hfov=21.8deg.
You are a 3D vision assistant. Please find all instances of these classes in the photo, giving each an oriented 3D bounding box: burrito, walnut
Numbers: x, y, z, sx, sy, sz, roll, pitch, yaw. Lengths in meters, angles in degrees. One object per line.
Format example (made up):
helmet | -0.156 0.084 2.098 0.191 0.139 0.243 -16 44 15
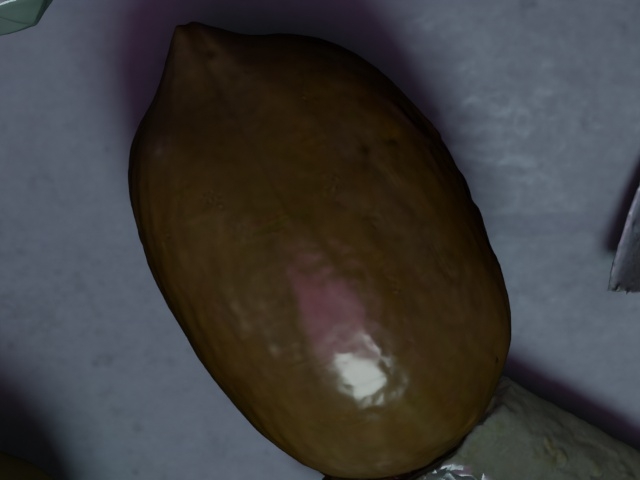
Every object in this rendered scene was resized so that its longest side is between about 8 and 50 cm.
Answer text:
burrito | 0.151 0.188 1.097 0.299 0.105 0.143 27 114 -14
walnut | 0.000 0.000 0.964 0.203 0.203 0.297 -24 108 9

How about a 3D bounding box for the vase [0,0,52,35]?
vase | -0.282 -0.253 0.879 0.360 0.165 0.165 30 110 -8

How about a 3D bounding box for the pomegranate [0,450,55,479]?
pomegranate | -0.274 0.267 1.036 0.319 0.319 0.319 0 113 -1

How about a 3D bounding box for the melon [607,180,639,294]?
melon | 0.266 -0.036 1.010 0.203 0.093 0.139 -18 105 -1
